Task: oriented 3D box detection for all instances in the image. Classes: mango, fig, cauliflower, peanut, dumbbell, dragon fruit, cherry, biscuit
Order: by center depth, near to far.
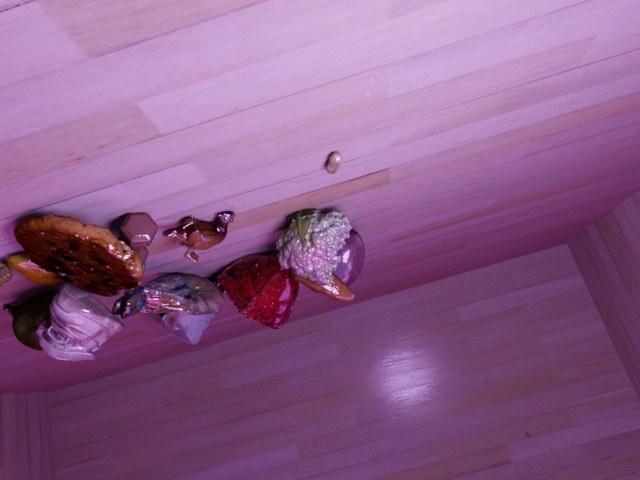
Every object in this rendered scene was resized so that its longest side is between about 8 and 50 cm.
[{"bbox_3d":[-0.578,0.037,1.095,0.289,0.081,0.334,18,147,-11],"label":"biscuit"},{"bbox_3d":[0.032,-0.190,1.101,0.037,0.037,0.083,-8,165,-21],"label":"peanut"},{"bbox_3d":[-0.493,0.008,1.175,0.092,0.082,0.231,-3,158,-30],"label":"dumbbell"},{"bbox_3d":[-0.754,0.076,1.205,0.101,0.066,0.187,-21,155,11],"label":"mango"},{"bbox_3d":[0.000,0.000,1.427,0.256,0.239,0.315,-55,162,24],"label":"cauliflower"},{"bbox_3d":[-0.923,0.242,1.458,0.235,0.203,0.203,21,172,20],"label":"fig"},{"bbox_3d":[0.070,0.069,1.624,0.183,0.213,0.266,26,122,-11],"label":"cherry"},{"bbox_3d":[-0.229,0.227,1.650,0.302,0.240,0.330,6,136,30],"label":"dragon fruit"}]

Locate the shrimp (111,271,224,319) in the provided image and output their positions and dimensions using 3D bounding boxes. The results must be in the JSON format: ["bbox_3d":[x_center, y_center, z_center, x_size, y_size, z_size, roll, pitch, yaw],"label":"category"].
[{"bbox_3d":[-0.494,0.196,1.486,0.110,0.221,0.445,-61,157,16],"label":"shrimp"}]

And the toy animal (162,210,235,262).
[{"bbox_3d":[-0.333,-0.028,1.221,0.179,0.089,0.188,-43,151,22],"label":"toy animal"}]

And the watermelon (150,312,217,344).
[{"bbox_3d":[-0.605,0.356,1.895,0.289,0.214,0.320,-22,172,24],"label":"watermelon"}]

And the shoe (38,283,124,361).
[{"bbox_3d":[-0.723,0.265,1.317,0.198,0.172,0.351,-48,170,-22],"label":"shoe"}]

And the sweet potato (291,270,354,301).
[{"bbox_3d":[0.000,0.138,1.506,0.097,0.251,0.097,-57,176,-6],"label":"sweet potato"}]

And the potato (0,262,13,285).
[{"bbox_3d":[-0.912,0.109,1.122,0.225,0.090,0.117,-14,157,-26],"label":"potato"}]

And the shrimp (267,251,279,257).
[{"bbox_3d":[-0.171,0.096,1.745,0.115,0.051,0.217,-13,156,-6],"label":"shrimp"}]

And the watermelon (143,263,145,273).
[{"bbox_3d":[-0.596,0.095,1.413,0.084,0.072,0.092,-35,-165,20],"label":"watermelon"}]

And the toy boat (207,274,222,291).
[{"bbox_3d":[-0.353,0.174,1.808,0.318,0.072,0.219,-12,165,-19],"label":"toy boat"}]
